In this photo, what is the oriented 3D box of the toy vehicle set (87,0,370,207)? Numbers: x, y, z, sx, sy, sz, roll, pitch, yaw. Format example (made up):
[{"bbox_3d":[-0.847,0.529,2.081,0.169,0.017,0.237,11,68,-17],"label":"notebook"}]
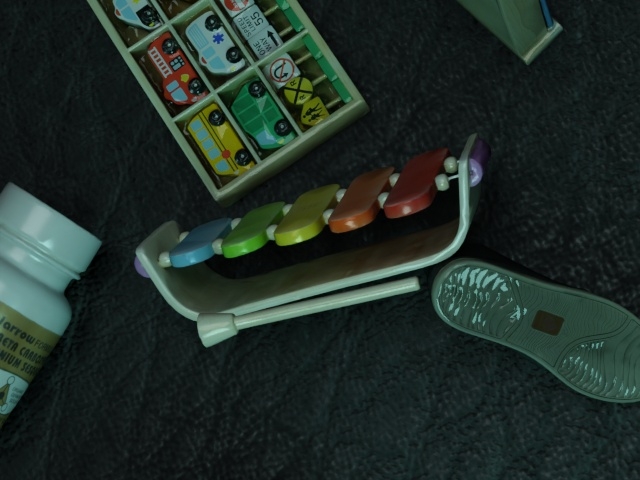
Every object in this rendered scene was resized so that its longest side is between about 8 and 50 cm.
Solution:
[{"bbox_3d":[-0.093,-0.183,1.701,0.166,0.035,0.267,-35,72,3],"label":"toy vehicle set"}]

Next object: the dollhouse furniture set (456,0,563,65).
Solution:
[{"bbox_3d":[0.195,-0.363,1.593,0.303,0.198,0.286,-45,72,-1],"label":"dollhouse furniture set"}]

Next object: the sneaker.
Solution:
[{"bbox_3d":[0.193,0.059,1.562,0.222,0.118,0.083,26,101,-11],"label":"sneaker"}]

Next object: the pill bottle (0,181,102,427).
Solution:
[{"bbox_3d":[-0.301,0.069,1.641,0.131,0.131,0.229,31,86,18],"label":"pill bottle"}]

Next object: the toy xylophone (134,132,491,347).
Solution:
[{"bbox_3d":[0.000,0.000,1.548,0.322,0.236,0.081,-17,101,6],"label":"toy xylophone"}]
